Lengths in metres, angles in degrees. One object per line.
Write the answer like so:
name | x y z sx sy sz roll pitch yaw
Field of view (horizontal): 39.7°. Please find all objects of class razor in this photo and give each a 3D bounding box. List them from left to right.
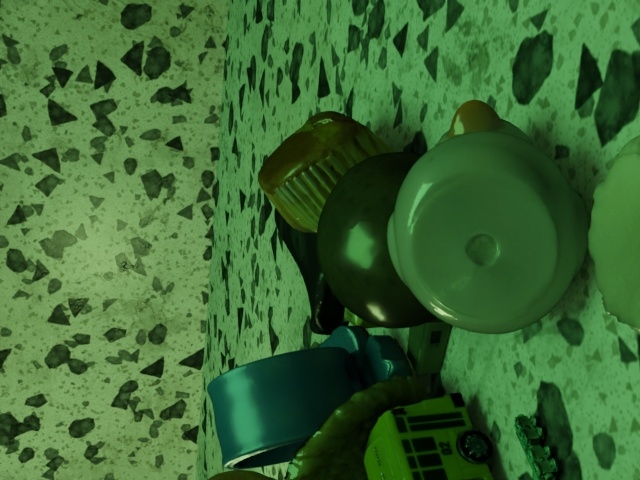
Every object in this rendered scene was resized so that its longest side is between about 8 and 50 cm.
razor | 0.001 -0.001 1.650 0.349 0.113 0.204 -112 26 -45

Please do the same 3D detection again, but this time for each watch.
watch | -0.014 0.251 1.337 0.305 0.274 0.242 -46 52 53

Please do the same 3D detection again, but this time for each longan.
longan | 0.107 0.000 1.164 0.246 0.215 0.246 5 96 46

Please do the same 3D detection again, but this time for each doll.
doll | 0.183 -0.029 0.982 0.221 0.221 0.251 -154 49 -71

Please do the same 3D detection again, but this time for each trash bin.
trash bin | 0.155 0.140 1.282 0.061 0.042 0.092 -120 30 -58

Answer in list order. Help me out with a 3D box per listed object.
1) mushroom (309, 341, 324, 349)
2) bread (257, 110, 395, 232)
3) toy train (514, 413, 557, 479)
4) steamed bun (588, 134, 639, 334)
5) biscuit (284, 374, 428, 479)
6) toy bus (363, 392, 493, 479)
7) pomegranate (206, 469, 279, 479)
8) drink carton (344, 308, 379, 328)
mushroom | 0.050 0.343 1.538 0.109 0.097 0.352 114 148 -58
bread | 0.009 -0.117 1.411 0.156 0.204 0.288 54 176 -13
toy train | 0.245 0.240 1.013 0.092 0.029 0.045 -107 7 -52
steamed bun | 0.297 -0.001 0.708 0.183 0.106 0.183 177 90 -76
biscuit | 0.078 0.271 1.239 0.036 0.273 0.187 35 106 39
toy bus | 0.150 0.333 1.114 0.128 0.150 0.262 106 155 -45
pomegranate | -0.142 0.625 1.822 0.342 0.342 0.343 180 90 -73
drink carton | 0.083 0.040 1.453 0.084 0.074 0.200 -142 54 -67
